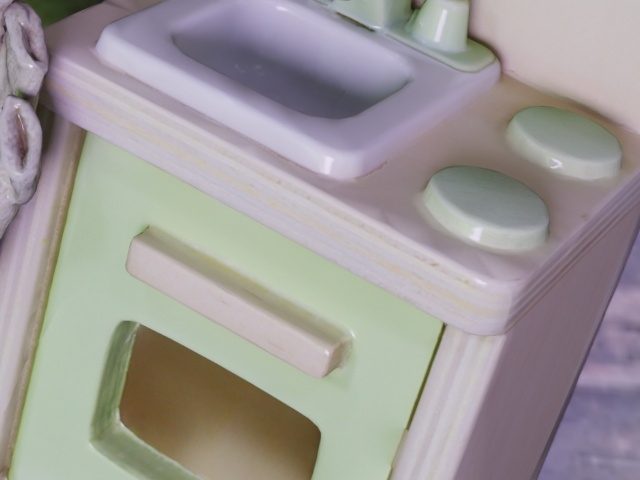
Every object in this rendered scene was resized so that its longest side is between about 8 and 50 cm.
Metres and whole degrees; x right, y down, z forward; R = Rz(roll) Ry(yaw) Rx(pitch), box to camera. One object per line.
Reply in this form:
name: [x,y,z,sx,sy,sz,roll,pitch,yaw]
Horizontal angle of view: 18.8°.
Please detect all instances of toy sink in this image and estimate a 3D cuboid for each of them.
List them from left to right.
toy sink: [0.000,0.000,0.562,0.153,0.131,0.234,28,121,17]

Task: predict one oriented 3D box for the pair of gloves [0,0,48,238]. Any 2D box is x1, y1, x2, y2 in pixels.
pair of gloves: [-0.137,-0.075,0.585,0.204,0.042,0.240,-41,55,57]
